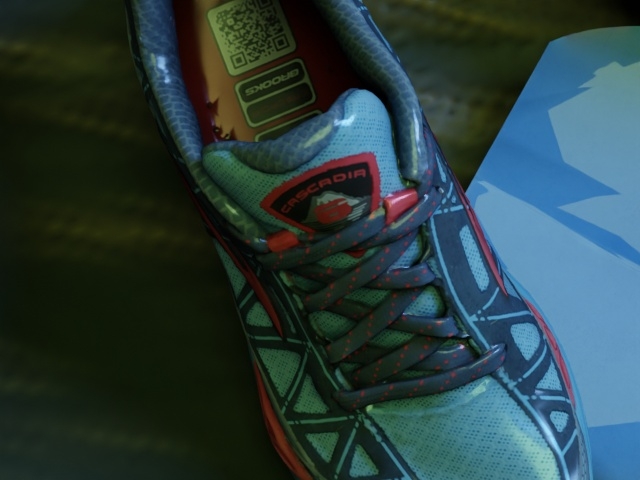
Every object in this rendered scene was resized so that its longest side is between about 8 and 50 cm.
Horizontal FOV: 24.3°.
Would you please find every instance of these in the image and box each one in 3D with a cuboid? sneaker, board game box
[{"bbox_3d":[0.000,0.000,0.471,0.104,0.125,0.262,-30,82,4],"label":"sneaker"},{"bbox_3d":[0.114,0.010,0.539,0.133,0.033,0.169,29,91,5],"label":"board game box"}]
